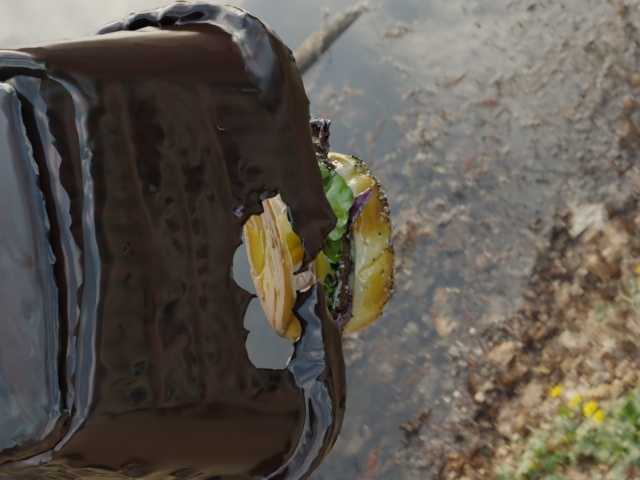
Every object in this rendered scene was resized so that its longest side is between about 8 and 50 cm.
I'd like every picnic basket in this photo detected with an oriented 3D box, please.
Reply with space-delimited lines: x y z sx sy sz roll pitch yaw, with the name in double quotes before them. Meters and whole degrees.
"picnic basket" -0.145 0.025 0.503 0.297 0.129 0.222 -13 84 38

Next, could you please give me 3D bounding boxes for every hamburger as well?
"hamburger" 0.001 0.000 0.875 0.093 0.189 0.164 -10 69 -14
